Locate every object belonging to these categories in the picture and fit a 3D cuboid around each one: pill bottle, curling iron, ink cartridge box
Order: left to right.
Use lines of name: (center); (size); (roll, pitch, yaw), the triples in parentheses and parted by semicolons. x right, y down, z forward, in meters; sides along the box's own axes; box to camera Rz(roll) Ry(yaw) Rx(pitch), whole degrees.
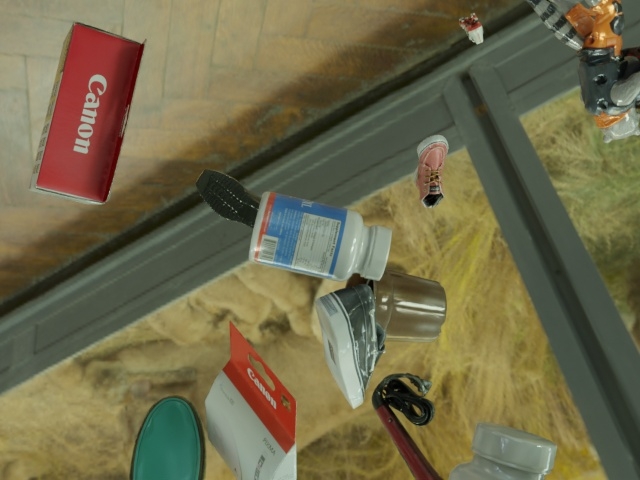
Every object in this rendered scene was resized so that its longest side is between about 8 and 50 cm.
ink cartridge box: (-0.438, -0.230, 1.411); (0.130, 0.309, 0.272); (13, 177, -24)
ink cartridge box: (-0.103, 0.259, 1.076); (0.066, 0.189, 0.232); (-24, 133, -25)
pill bottle: (0.000, 0.000, 1.262); (0.222, 0.124, 0.124); (13, 137, -3)
curling iron: (0.129, 0.253, 0.779); (0.068, 0.274, 0.035); (-40, 147, 23)
pill bottle: (0.214, 0.358, 0.938); (0.136, 0.245, 0.136); (15, 176, 1)

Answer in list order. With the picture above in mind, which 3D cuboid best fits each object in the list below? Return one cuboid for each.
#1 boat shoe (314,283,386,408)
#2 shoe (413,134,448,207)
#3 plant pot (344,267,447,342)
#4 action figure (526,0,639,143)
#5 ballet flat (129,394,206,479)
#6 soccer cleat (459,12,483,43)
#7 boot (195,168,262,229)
boat shoe: (0.063, 0.179, 1.282); (0.102, 0.108, 0.301); (-24, 137, -12)
shoe: (0.231, -0.137, 1.550); (0.064, 0.081, 0.178); (-8, 154, -6)
plant pot: (0.147, 0.129, 1.483); (0.165, 0.167, 0.167); (9, 136, -17)
action figure: (0.514, -0.340, 1.448); (0.179, 0.330, 0.341); (-25, -175, -6)
ballet flat: (-0.227, 0.418, 1.162); (0.123, 0.348, 0.123); (-6, 150, -3)
soccer cleat: (0.227, -0.315, 1.131); (0.029, 0.083, 0.035); (-21, 114, 9)
boot: (-0.163, -0.080, 1.547); (0.198, 0.137, 0.077); (37, 97, -13)
